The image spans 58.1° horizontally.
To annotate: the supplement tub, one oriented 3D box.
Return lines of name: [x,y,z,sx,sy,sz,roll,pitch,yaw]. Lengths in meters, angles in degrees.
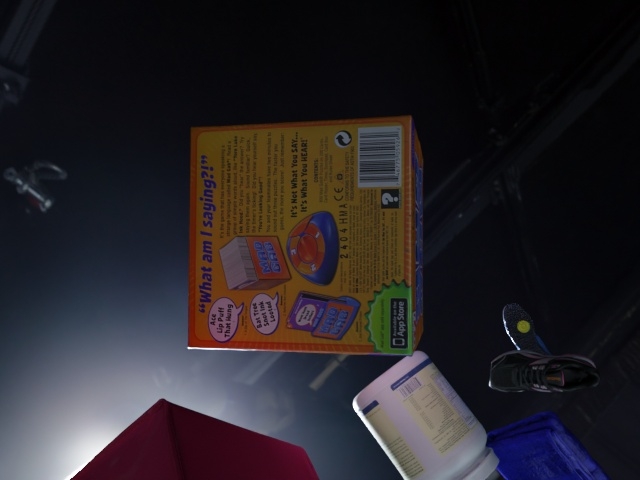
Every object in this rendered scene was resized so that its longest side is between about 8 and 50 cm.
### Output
supplement tub: [0.262,0.469,1.442,0.235,0.325,0.235,-34,-17,-12]

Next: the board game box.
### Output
board game box: [0.000,0.000,1.040,0.356,0.356,0.357,10,-100,-77]

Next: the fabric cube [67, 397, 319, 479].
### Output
fabric cube: [-0.146,0.380,0.656,0.259,0.254,0.258,-41,-46,11]

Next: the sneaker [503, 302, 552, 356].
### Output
sneaker: [0.530,0.260,1.478,0.069,0.209,0.082,-29,-14,3]

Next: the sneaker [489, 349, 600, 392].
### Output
sneaker: [0.367,0.216,0.943,0.178,0.077,0.072,-9,-93,7]

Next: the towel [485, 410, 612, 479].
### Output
towel: [0.577,0.586,1.461,0.227,0.076,0.308,-35,-76,27]
